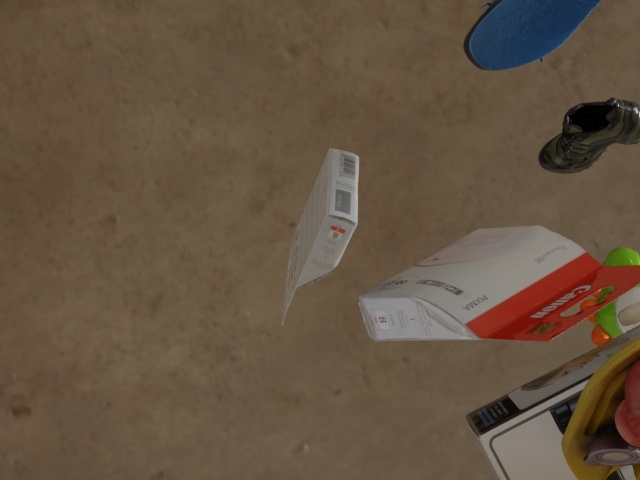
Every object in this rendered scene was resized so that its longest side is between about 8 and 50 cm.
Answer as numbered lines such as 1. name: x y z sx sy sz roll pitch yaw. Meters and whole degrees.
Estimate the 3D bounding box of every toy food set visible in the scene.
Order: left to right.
1. toy food set: 0.242 0.117 0.848 0.128 0.071 0.217 -12 142 -14

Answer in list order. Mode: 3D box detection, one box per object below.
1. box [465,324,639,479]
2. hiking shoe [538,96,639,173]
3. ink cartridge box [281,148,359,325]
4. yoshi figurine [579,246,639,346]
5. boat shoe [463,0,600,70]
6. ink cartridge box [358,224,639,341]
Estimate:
1. box: 0.284 0.155 1.022 0.290 0.087 0.169 -27 94 2
2. hiking shoe: 0.427 -0.183 2.077 0.114 0.086 0.227 23 148 -30
3. ink cartridge box: 0.000 0.000 1.538 0.045 0.145 0.179 14 126 -8
4. yoshi figurine: 0.506 0.172 1.802 0.204 0.362 0.203 -29 146 34
5. boat shoe: 0.281 -0.291 1.562 0.258 0.089 0.109 -32 109 -10
6. ink cartridge box: 0.179 0.037 1.210 0.189 0.232 0.066 -26 99 -36
